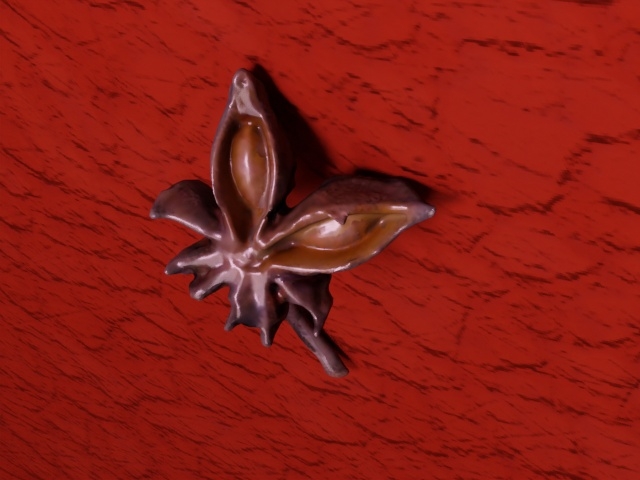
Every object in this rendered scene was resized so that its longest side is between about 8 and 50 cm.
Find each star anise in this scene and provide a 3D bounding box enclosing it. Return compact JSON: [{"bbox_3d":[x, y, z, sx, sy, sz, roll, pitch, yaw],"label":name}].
[{"bbox_3d":[0.000,0.000,1.094,0.148,0.219,0.227,-2,-168,8],"label":"star anise"}]
